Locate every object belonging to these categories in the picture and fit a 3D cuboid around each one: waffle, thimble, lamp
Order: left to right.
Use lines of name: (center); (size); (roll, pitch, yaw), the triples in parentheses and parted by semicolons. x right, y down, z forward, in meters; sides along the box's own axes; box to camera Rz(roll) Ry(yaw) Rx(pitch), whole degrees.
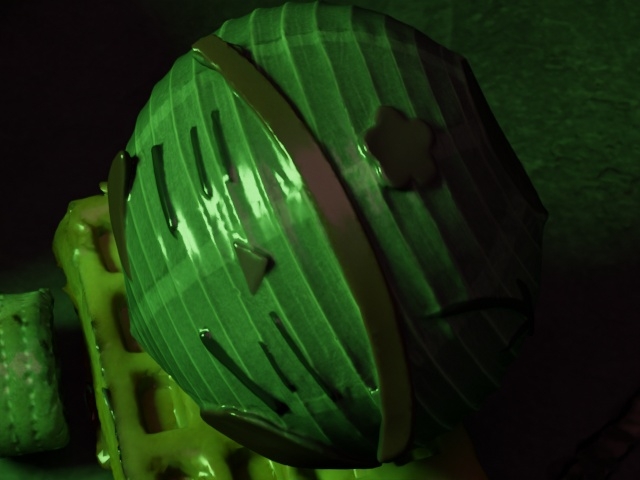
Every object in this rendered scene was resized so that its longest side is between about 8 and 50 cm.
thimble: (-0.188, 0.079, 1.070); (0.062, 0.084, 0.110); (-8, 58, -7)
waffle: (-0.026, 0.099, 1.058); (0.224, 0.098, 0.328); (-11, 54, -11)
lamp: (0.000, 0.000, 0.938); (0.233, 0.233, 0.265); (-23, 72, -17)
